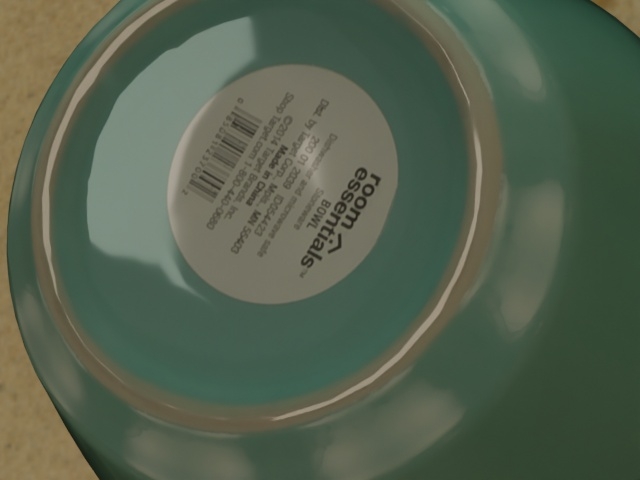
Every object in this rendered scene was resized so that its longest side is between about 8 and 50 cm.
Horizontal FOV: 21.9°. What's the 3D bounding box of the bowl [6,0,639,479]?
[{"bbox_3d":[0.000,0.000,0.657,0.312,0.163,0.311,-5,75,19],"label":"bowl"}]
